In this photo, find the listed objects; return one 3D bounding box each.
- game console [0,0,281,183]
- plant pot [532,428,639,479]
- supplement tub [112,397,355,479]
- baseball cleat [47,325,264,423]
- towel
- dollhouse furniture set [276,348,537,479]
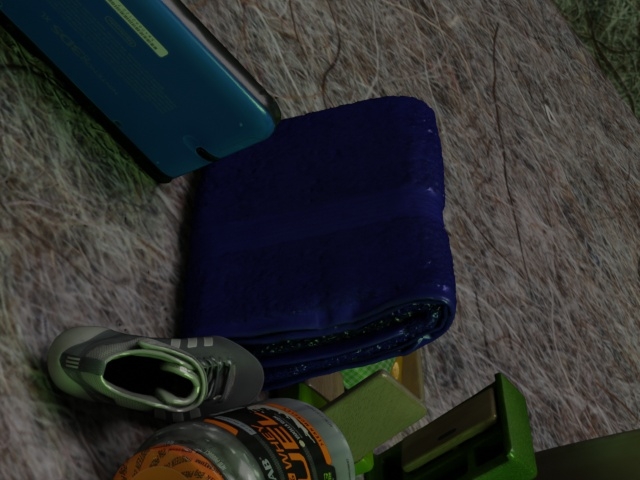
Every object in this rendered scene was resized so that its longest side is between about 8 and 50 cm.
[{"bbox_3d":[-0.170,-0.211,1.536,0.293,0.250,0.173,45,52,-21],"label":"game console"},{"bbox_3d":[0.371,0.318,1.743,0.323,0.323,0.280,7,68,-60],"label":"plant pot"},{"bbox_3d":[-0.063,0.179,1.284,0.117,0.117,0.190,60,24,11],"label":"supplement tub"},{"bbox_3d":[-0.099,0.106,1.316,0.206,0.109,0.072,7,94,-45],"label":"baseball cleat"},{"bbox_3d":[0.000,0.000,1.535,0.308,0.228,0.076,-90,166,-52],"label":"towel"},{"bbox_3d":[0.058,0.083,1.593,0.197,0.151,0.301,41,27,-30],"label":"dollhouse furniture set"}]
